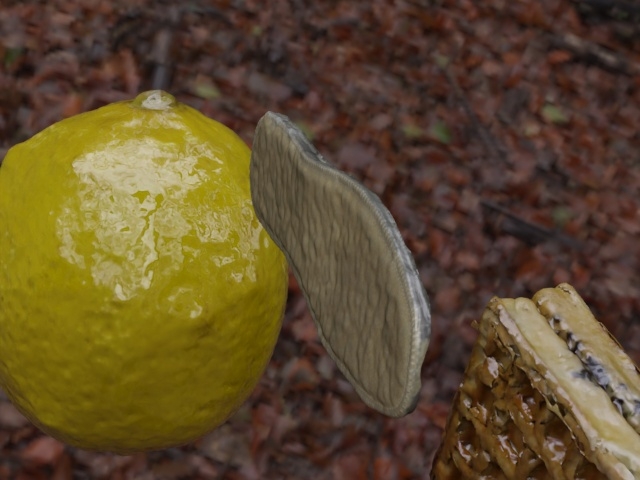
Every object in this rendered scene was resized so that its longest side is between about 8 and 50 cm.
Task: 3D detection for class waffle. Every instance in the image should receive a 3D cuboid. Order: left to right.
[{"bbox_3d":[0.175,0.217,1.014,0.091,0.308,0.213,-7,40,-24],"label":"waffle"}]

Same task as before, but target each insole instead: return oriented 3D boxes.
[{"bbox_3d":[0.000,0.000,0.595,0.011,0.081,0.248,2,23,-20],"label":"insole"}]

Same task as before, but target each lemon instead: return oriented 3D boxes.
[{"bbox_3d":[-0.137,0.031,0.936,0.233,0.288,0.233,9,21,-4],"label":"lemon"}]
